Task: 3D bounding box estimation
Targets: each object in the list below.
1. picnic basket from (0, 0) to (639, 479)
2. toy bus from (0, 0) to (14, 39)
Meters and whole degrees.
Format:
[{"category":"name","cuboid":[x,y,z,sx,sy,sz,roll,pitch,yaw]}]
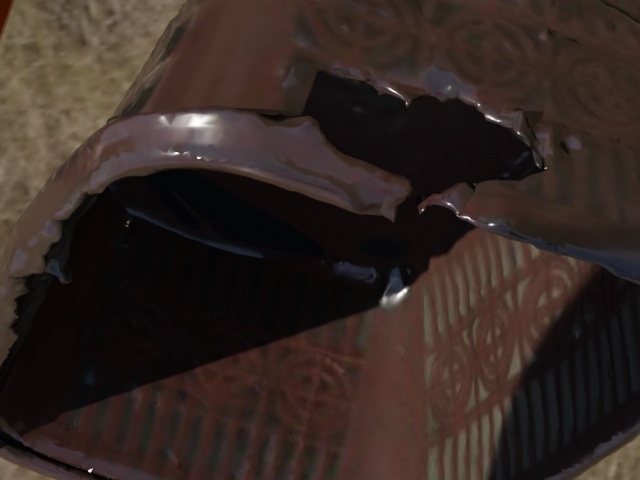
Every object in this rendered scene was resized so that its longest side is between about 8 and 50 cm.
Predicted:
[{"category":"picnic basket","cuboid":[0.000,0.000,0.635,0.223,0.129,0.297,16,151,-14]},{"category":"toy bus","cuboid":[-0.237,-0.181,0.612,0.329,0.143,0.153,46,142,17]}]
